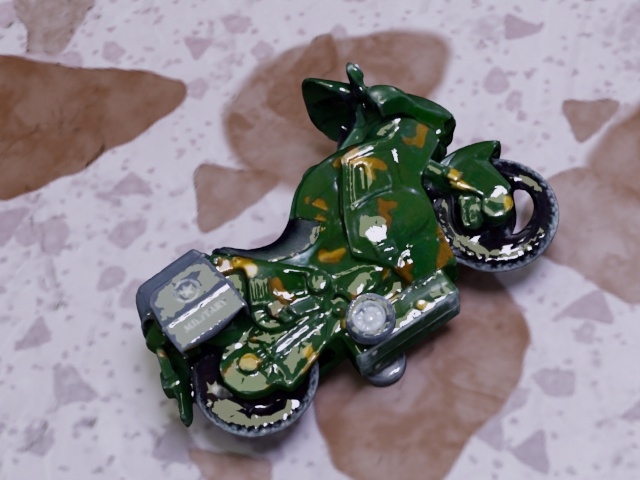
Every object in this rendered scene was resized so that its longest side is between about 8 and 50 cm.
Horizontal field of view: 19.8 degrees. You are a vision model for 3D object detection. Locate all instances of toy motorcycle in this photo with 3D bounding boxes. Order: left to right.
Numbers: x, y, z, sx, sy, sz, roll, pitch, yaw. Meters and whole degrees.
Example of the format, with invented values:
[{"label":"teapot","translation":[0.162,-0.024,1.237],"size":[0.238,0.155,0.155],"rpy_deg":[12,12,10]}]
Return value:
[{"label":"toy motorcycle","translation":[0.000,0.000,1.156],"size":[0.274,0.125,0.187],"rpy_deg":[-35,66,-10]}]
